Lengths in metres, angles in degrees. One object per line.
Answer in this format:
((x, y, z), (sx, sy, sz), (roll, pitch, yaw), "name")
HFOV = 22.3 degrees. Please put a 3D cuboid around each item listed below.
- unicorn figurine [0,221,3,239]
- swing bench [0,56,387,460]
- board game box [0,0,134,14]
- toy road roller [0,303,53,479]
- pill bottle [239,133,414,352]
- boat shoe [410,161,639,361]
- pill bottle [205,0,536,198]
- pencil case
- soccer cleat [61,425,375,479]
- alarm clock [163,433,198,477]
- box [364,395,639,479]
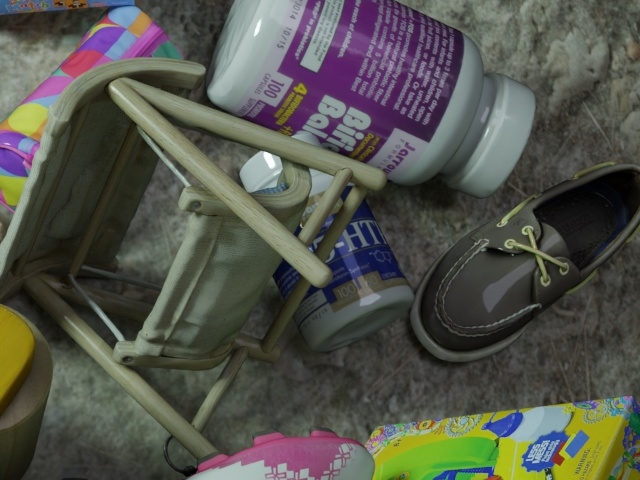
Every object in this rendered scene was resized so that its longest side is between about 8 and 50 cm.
((-0.330, 0.005, 1.379), (0.111, 0.060, 0.162), (49, 52, 5), "unicorn figurine")
((-0.124, 0.006, 1.344), (0.255, 0.253, 0.165), (31, 40, 0), "swing bench")
((-0.285, -0.288, 1.528), (0.211, 0.039, 0.160), (-5, 66, -3), "board game box")
((-0.371, 0.164, 1.185), (0.240, 0.202, 0.329), (31, 54, 4), "toy road roller")
((0.000, 0.000, 1.526), (0.112, 0.112, 0.186), (-17, 72, -34), "pill bottle")
((0.219, 0.013, 1.644), (0.324, 0.097, 0.116), (-31, 80, -37), "boat shoe")
((0.053, -0.154, 1.606), (0.301, 0.169, 0.169), (23, 55, -14), "pill bottle")
((-0.218, -0.117, 1.486), (0.104, 0.104, 0.236), (36, 51, -5), "pencil case")
((-0.096, 0.243, 1.251), (0.331, 0.116, 0.143), (-10, 52, -23), "soccer cleat")
((-0.093, 0.249, 1.363), (0.129, 0.064, 0.192), (-6, 68, -30), "alarm clock")
((0.128, 0.298, 1.293), (0.177, 0.279, 0.290), (53, 48, -22), "box")
